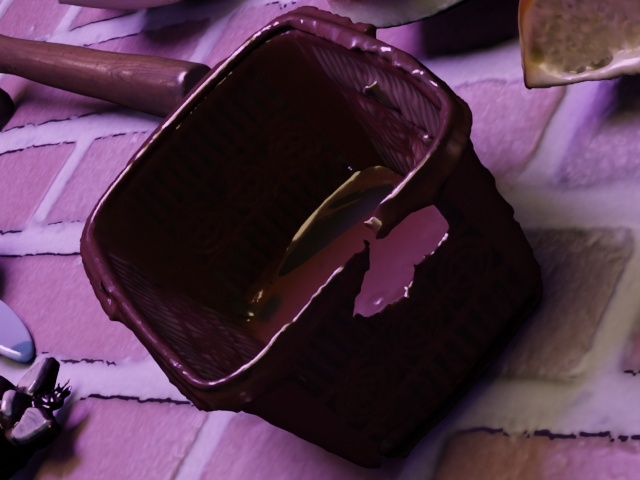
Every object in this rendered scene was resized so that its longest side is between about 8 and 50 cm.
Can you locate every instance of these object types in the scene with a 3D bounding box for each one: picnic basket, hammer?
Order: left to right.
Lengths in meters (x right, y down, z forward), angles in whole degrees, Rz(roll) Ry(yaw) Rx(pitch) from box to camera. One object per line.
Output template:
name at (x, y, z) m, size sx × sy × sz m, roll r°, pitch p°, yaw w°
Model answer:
hammer at (-0.220, -0.149, 1.490) m, size 0.044 × 0.168 × 0.440 m, roll -39°, pitch 32°, yaw -25°
picnic basket at (0.000, 0.000, 0.975) m, size 0.222 × 0.129 × 0.297 m, roll -49°, pitch 29°, yaw 0°

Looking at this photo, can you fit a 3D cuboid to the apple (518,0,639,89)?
apple at (0.219, -0.184, 0.898) m, size 0.265 × 0.120 × 0.193 m, roll -6°, pitch 40°, yaw 49°

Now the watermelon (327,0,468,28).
watermelon at (0.077, -0.301, 1.120) m, size 0.283 × 0.292 × 0.250 m, roll -36°, pitch -5°, yaw 40°

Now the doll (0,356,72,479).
doll at (-0.258, 0.159, 1.223) m, size 0.219 × 0.067 × 0.091 m, roll -39°, pitch 26°, yaw 17°

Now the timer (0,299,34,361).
timer at (-0.334, 0.054, 1.407) m, size 0.175 × 0.175 × 0.255 m, roll -42°, pitch 59°, yaw 16°

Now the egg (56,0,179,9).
egg at (-0.129, -0.300, 1.435) m, size 0.162 × 0.206 × 0.271 m, roll 44°, pitch 137°, yaw 40°
